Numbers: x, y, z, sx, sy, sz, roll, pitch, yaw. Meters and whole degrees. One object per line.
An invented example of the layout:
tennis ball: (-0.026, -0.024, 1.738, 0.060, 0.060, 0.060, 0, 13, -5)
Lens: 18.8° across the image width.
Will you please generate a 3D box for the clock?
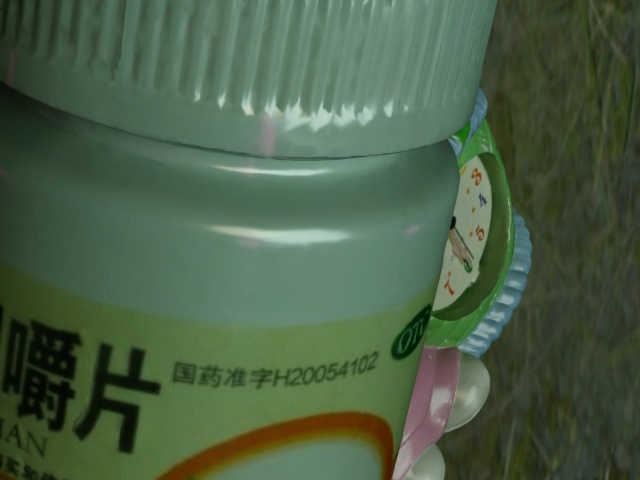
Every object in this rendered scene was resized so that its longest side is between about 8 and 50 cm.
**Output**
clock: (0.000, 0.000, 0.784, 0.194, 0.100, 0.195, -62, 143, -21)

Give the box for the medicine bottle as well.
medicine bottle: (-0.050, 0.043, 0.607, 0.158, 0.158, 0.318, -17, 127, -47)
